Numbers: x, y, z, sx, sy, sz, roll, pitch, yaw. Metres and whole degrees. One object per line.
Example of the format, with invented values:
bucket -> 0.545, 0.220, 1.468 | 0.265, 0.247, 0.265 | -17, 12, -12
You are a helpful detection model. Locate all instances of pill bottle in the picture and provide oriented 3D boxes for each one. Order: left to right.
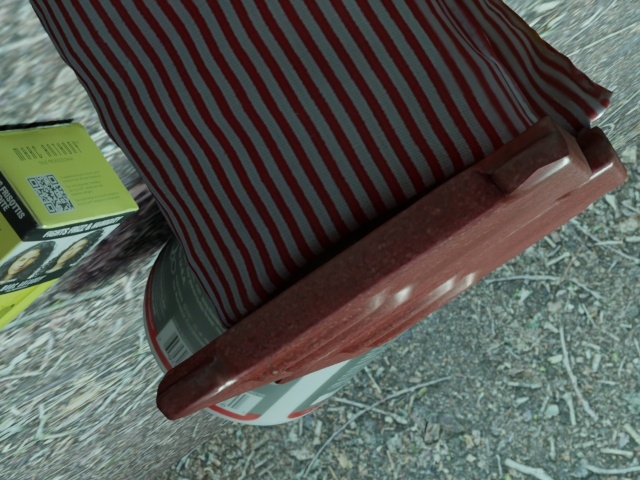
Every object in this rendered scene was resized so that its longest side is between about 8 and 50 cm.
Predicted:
pill bottle -> 0.000, 0.000, 0.957 | 0.161, 0.161, 0.283 | -28, 169, -34

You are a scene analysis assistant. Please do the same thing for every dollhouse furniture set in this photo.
dollhouse furniture set -> 0.079, -0.142, 0.388 | 0.374, 0.201, 0.152 | -36, 171, 15

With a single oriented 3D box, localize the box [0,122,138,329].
box -> -0.202, 0.033, 0.742 | 0.232, 0.058, 0.087 | -38, 171, 24
